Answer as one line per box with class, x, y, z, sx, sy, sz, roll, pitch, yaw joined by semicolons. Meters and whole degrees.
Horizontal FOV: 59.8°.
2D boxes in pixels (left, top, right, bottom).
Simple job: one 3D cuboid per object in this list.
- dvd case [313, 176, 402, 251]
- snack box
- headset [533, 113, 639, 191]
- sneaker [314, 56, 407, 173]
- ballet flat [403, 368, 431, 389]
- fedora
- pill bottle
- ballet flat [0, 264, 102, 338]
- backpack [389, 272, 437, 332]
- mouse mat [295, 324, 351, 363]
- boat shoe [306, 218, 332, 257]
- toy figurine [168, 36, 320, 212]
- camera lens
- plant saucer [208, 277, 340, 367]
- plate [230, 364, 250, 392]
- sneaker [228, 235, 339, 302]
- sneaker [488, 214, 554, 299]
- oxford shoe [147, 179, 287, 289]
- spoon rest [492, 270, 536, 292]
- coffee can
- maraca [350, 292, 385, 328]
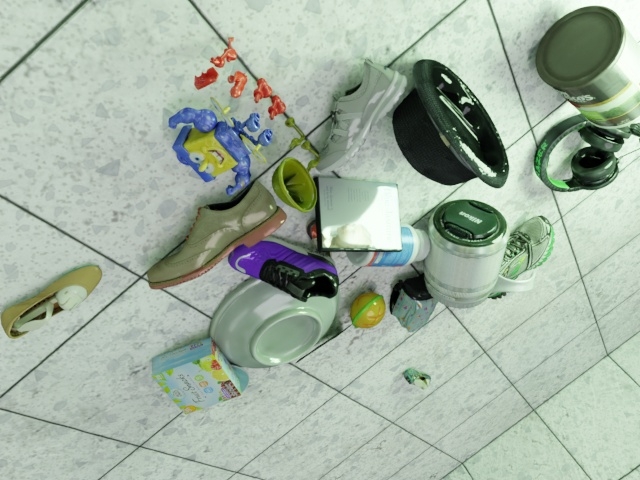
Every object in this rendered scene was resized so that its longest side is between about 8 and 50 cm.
dvd case;0.097;-0.061;1.382;0.253;0.180;0.022;1;171;-33
snack box;-0.337;0.376;1.531;0.174;0.070;0.207;-19;130;2
headset;0.823;-0.284;1.668;0.394;0.185;0.243;-8;130;-5
sneaker;0.063;-0.272;1.224;0.115;0.105;0.281;35;114;-11
ballet flat;0.390;0.556;2.192;0.070;0.070;0.188;-47;137;14
fedora;0.276;-0.236;1.256;0.334;0.334;0.152;18;143;-41
pill bottle;0.187;0.011;1.516;0.221;0.124;0.124;2;127;-32
ballet flat;-0.570;0.138;1.198;0.232;0.073;0.080;-31;138;-4
backpack;0.297;0.201;1.769;0.152;0.115;0.182;-8;135;-30
mouse mat;0.008;0.318;1.704;0.190;0.007;0.152;-30;169;-16
boat shoe;0.000;0.000;1.450;0.049;0.043;0.137;-26;136;-6
toy figurine;-0.181;-0.191;1.123;0.217;0.191;0.362;-16;138;26
camera lens;0.413;0.035;1.609;0.219;0.219;0.274;-19;136;-16
plant saucer;-0.109;0.246;1.569;0.400;0.100;0.400;-17;135;-17
plate;-0.303;0.418;1.645;0.188;0.024;0.188;-10;134;-11
sneaker;-0.079;0.081;1.374;0.293;0.146;0.102;11;123;-22
sneaker;0.625;0.059;1.828;0.146;0.134;0.343;15;120;-39
oxford shoe;-0.254;-0.015;1.252;0.348;0.123;0.130;-32;112;-1
spoon rest;0.537;0.118;1.772;0.276;0.084;0.137;6;112;17
coffee can;0.692;-0.419;1.378;0.275;0.201;0.201;17;118;-41
maraca;0.145;0.220;1.708;0.127;0.099;0.185;-37;162;-11
